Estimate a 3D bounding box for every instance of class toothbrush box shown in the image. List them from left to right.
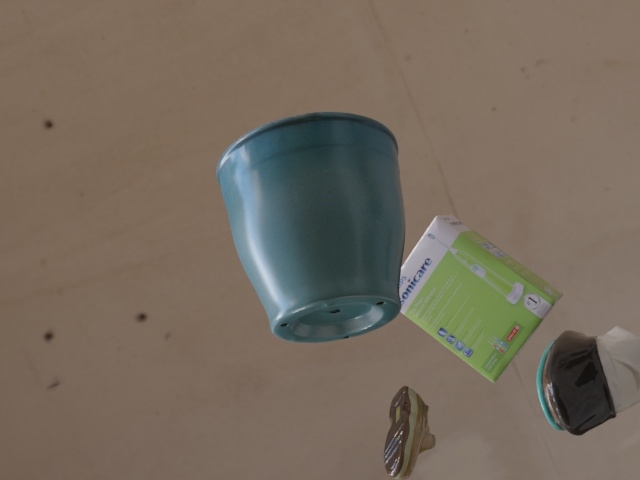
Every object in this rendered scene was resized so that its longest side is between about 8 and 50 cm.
[{"bbox_3d":[0.303,0.110,1.628,0.283,0.206,0.122,36,-164,17],"label":"toothbrush box"}]

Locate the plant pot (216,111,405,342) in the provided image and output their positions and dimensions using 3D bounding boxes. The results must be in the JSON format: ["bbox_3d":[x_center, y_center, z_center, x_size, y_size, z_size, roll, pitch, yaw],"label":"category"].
[{"bbox_3d":[0.000,0.000,1.152,0.271,0.271,0.255,55,-157,-64],"label":"plant pot"}]

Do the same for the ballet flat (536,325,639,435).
[{"bbox_3d":[0.291,0.129,0.831,0.280,0.096,0.095,-1,-107,-66],"label":"ballet flat"}]

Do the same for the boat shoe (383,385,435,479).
[{"bbox_3d":[0.145,0.299,1.244,0.072,0.068,0.190,32,-150,-7],"label":"boat shoe"}]
